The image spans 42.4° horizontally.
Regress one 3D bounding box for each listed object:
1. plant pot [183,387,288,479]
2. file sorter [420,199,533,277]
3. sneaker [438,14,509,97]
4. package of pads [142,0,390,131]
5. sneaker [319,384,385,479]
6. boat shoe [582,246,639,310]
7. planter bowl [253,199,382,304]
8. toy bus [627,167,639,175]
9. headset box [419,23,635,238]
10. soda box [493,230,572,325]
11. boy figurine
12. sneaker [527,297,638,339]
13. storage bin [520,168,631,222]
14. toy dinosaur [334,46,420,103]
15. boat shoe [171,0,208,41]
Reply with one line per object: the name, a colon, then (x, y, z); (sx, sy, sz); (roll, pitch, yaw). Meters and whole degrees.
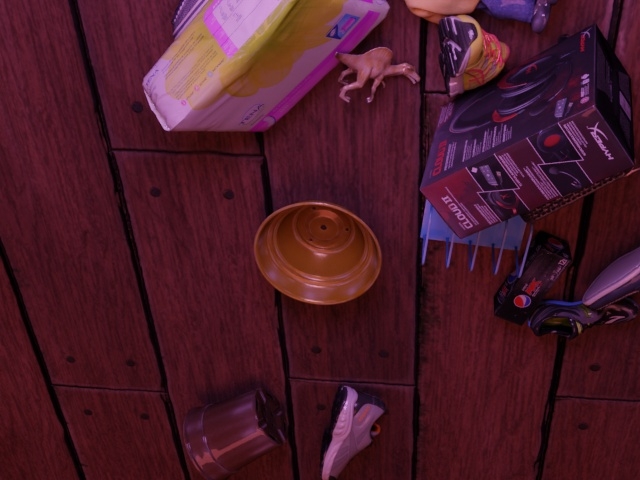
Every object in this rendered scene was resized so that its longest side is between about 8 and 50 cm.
plant pot: (-0.166, 0.393, 1.704); (0.165, 0.167, 0.167); (-27, 119, 18)
file sorter: (0.253, -0.015, 1.345); (0.170, 0.104, 0.118); (7, 128, 4)
sneaker: (0.214, -0.262, 1.136); (0.094, 0.208, 0.082); (-12, 85, 6)
package of pads: (-0.079, -0.264, 1.136); (0.296, 0.229, 0.101); (-40, 73, 32)
sneaker: (0.060, 0.417, 1.715); (0.107, 0.100, 0.272); (12, 128, -6)
boat shoe: (0.546, 0.044, 1.349); (0.079, 0.095, 0.254); (43, 114, -8)
planter bowl: (0.000, 0.000, 1.410); (0.217, 0.090, 0.217); (5, 128, 6)
toy bus: (0.567, -0.108, 1.214); (0.104, 0.202, 0.191); (11, 128, -38)
headset box: (0.276, -0.143, 1.156); (0.293, 0.218, 0.110); (-25, 119, 36)
soda box: (0.361, 0.067, 1.420); (0.060, 0.053, 0.169); (22, 127, -6)
boy figurine: (0.175, -0.355, 1.107); (0.285, 0.092, 0.177); (14, 151, 3)
sneaker: (0.458, 0.139, 1.442); (0.188, 0.078, 0.067); (-8, 125, 15)
storage bin: (0.359, -0.121, 1.233); (0.180, 0.122, 0.084); (-31, 116, 28)
toy dinosaur: (0.062, -0.251, 1.209); (0.183, 0.053, 0.092); (2, 144, -41)
boat shoe: (-0.139, -0.426, 1.105); (0.158, 0.127, 0.340); (38, 117, -9)
